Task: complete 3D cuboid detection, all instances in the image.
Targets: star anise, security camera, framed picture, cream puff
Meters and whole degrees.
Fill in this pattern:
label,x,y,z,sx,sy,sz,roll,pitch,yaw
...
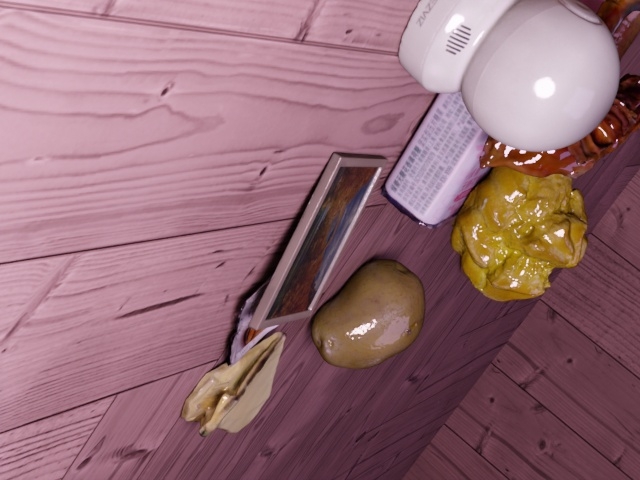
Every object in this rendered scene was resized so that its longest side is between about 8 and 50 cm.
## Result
label,x,y,z,sx,sy,sz,roll,pitch,yaw
star anise,0.352,-0.189,1.716,0.346,0.148,0.237,-50,-171,-10
security camera,0.234,-0.211,1.558,0.194,0.236,0.194,-44,160,-20
framed picture,0.000,0.000,1.730,0.250,0.016,0.184,-63,161,12
cream puff,0.289,-0.015,1.883,0.221,0.195,0.195,-57,162,19

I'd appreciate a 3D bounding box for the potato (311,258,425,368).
label,x,y,z,sx,sy,sz,roll,pitch,yaw
potato,0.073,0.119,2.060,0.194,0.157,0.157,-25,153,-29

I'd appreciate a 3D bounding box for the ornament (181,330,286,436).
label,x,y,z,sx,sy,sz,roll,pitch,yaw
ornament,-0.107,0.200,1.897,0.180,0.059,0.201,-52,167,2

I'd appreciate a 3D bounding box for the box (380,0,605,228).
label,x,y,z,sx,sy,sz,roll,pitch,yaw
box,0.235,-0.190,1.831,0.190,0.112,0.369,-27,151,-52

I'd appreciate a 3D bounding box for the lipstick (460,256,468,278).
label,x,y,z,sx,sy,sz,roll,pitch,yaw
lipstick,0.306,0.037,2.637,0.045,0.045,0.145,-45,164,-11

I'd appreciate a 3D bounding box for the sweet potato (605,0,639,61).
label,x,y,z,sx,sy,sz,roll,pitch,yaw
sweet potato,0.388,-0.277,2.027,0.336,0.131,0.131,-56,163,16

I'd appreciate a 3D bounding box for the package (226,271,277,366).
label,x,y,z,sx,sy,sz,roll,pitch,yaw
package,-0.059,0.077,1.785,0.173,0.027,0.171,-41,161,-30
